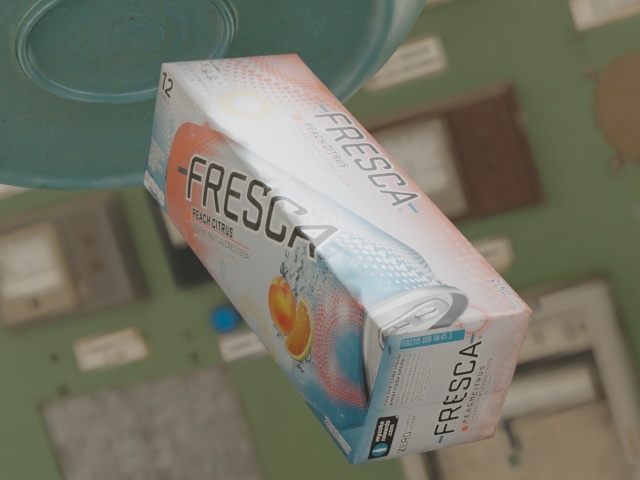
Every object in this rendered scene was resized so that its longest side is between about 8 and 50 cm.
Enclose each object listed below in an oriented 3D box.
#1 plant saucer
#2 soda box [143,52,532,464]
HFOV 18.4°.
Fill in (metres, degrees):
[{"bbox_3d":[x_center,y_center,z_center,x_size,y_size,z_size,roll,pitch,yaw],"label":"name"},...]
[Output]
[{"bbox_3d":[-0.093,-0.107,0.919,0.317,0.044,0.317,-8,-29,-5],"label":"plant saucer"},{"bbox_3d":[0.000,0.000,0.724,0.063,0.058,0.183,-8,37,-29],"label":"soda box"}]
